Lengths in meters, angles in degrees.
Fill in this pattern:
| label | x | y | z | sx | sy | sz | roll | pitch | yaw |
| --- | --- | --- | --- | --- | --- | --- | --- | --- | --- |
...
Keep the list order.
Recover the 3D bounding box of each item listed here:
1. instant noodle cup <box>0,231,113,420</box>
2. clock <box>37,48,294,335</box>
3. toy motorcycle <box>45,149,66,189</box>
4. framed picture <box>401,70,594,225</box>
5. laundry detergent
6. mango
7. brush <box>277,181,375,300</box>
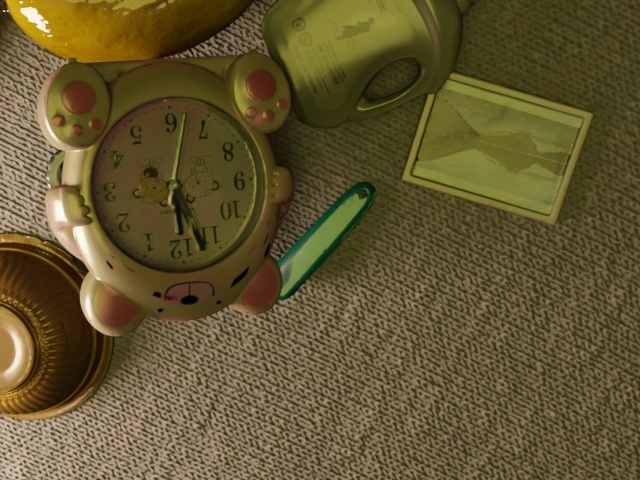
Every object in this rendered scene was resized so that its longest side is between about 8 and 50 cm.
| label | x | y | z | sx | sy | sz | roll | pitch | yaw |
| --- | --- | --- | --- | --- | --- | --- | --- | --- | --- |
| instant noodle cup | -0.419 | 0.129 | 1.256 | 0.274 | 0.091 | 0.274 | 1 | 102 | 6 |
| clock | -0.168 | -0.056 | 1.084 | 0.284 | 0.114 | 0.309 | -8 | 98 | -21 |
| toy motorcycle | -0.204 | -0.042 | 1.184 | 0.239 | 0.108 | 0.204 | -12 | 101 | 8 |
| framed picture | 0.217 | -0.116 | 1.172 | 0.203 | 0.015 | 0.150 | 17 | 104 | 2 |
| laundry detergent | 0.070 | -0.245 | 1.119 | 0.253 | 0.091 | 0.181 | -21 | 99 | 10 |
| mango | -0.208 | -0.306 | 1.109 | 0.332 | 0.142 | 0.195 | -5 | 108 | 2 |
| brush | 0.000 | 0.000 | 1.217 | 0.043 | 0.032 | 0.193 | 43 | 91 | 0 |
